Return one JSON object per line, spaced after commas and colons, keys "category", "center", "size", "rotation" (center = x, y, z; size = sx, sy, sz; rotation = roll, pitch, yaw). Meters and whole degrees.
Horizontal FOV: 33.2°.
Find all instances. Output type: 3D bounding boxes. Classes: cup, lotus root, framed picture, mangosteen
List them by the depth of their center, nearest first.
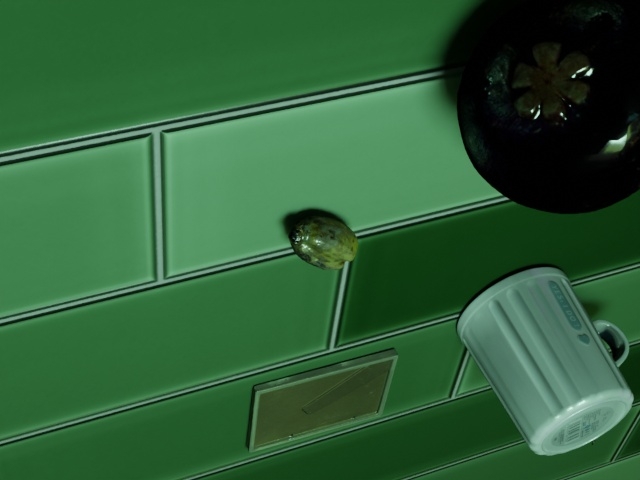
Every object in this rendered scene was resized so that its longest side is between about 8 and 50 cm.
{"category": "mangosteen", "center": [0.241, -0.128, 1.025], "size": [0.243, 0.243, 0.243], "rotation": [-17, 143, -14]}
{"category": "lotus root", "center": [0.000, 0.000, 1.153], "size": [0.054, 0.049, 0.099], "rotation": [-37, 145, 27]}
{"category": "cup", "center": [0.321, 0.152, 1.415], "size": [0.221, 0.202, 0.167], "rotation": [-21, 146, -7]}
{"category": "framed picture", "center": [0.001, 0.217, 1.449], "size": [0.203, 0.015, 0.150], "rotation": [-13, 142, -18]}
